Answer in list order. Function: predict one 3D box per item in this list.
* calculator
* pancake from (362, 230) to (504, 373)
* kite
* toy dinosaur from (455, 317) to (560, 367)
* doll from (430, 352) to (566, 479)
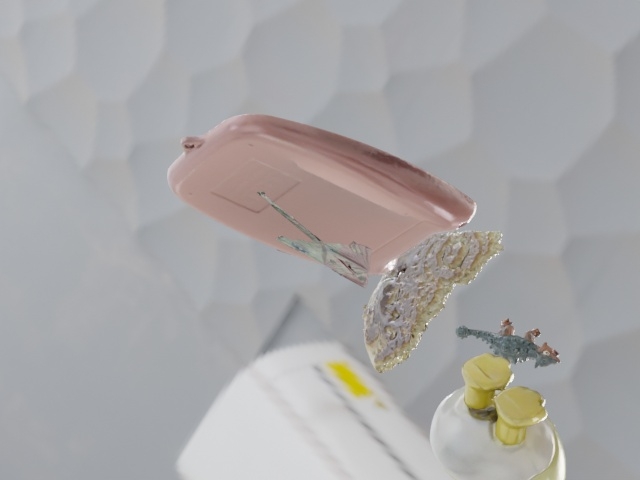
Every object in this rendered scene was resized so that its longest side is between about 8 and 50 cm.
[{"bbox_3d":[-0.009,-0.045,1.775,0.329,0.220,0.048,21,-122,-26],"label":"calculator"},{"bbox_3d":[0.171,0.070,2.437,0.057,0.244,0.266,53,-159,-34],"label":"pancake"},{"bbox_3d":[0.000,0.001,1.523,0.137,0.005,0.152,5,149,49],"label":"kite"},{"bbox_3d":[0.261,0.144,2.277,0.154,0.049,0.055,14,-138,19],"label":"toy dinosaur"},{"bbox_3d":[0.180,0.227,1.577,0.141,0.117,0.296,41,163,35],"label":"doll"}]
